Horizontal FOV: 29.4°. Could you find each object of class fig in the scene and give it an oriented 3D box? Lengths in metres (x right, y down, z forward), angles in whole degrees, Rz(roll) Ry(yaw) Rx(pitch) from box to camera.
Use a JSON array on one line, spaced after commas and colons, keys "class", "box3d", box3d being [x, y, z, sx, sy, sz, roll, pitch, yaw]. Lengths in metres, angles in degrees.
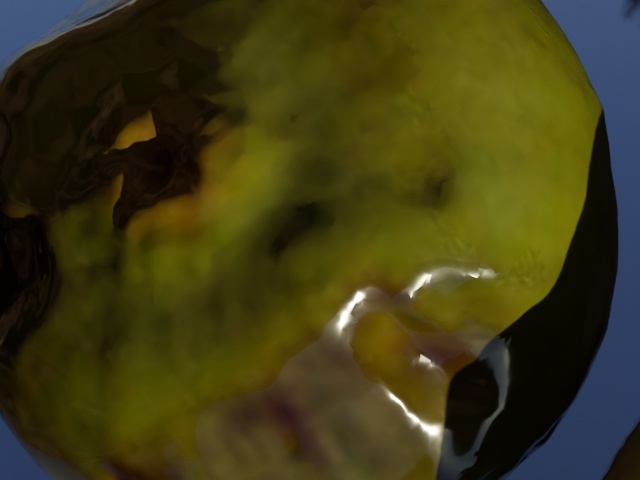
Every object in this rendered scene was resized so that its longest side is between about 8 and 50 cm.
[{"class": "fig", "box3d": [0.000, 0.000, 0.468, 0.239, 0.239, 0.271, 18, -178, 21]}]

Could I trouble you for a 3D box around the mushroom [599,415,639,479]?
[{"class": "mushroom", "box3d": [0.149, 0.110, 0.379, 0.127, 0.166, 0.166, 26, -142, 34]}]
